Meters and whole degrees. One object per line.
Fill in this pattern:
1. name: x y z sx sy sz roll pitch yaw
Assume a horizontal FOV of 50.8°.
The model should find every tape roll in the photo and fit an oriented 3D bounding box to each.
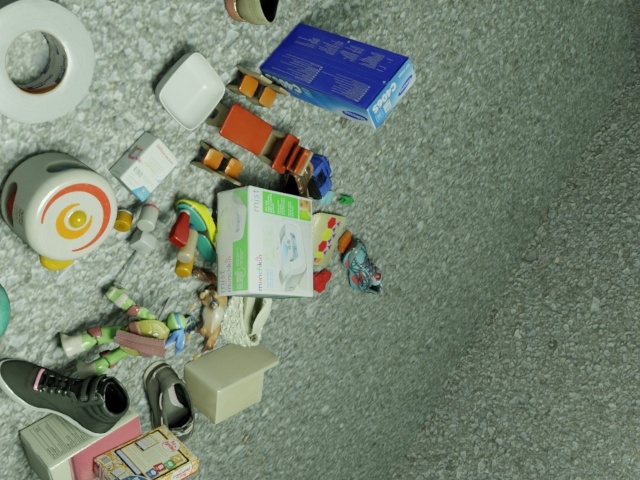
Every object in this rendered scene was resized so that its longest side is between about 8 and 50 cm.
1. tape roll: -0.517 -0.322 1.196 0.219 0.072 0.219 -29 133 -37

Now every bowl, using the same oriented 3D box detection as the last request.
1. bowl: -0.293 -0.330 1.480 0.142 0.053 0.142 -54 144 -11

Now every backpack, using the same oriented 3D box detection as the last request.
1. backpack: -0.015 -0.178 1.884 0.101 0.098 0.120 -48 142 -23

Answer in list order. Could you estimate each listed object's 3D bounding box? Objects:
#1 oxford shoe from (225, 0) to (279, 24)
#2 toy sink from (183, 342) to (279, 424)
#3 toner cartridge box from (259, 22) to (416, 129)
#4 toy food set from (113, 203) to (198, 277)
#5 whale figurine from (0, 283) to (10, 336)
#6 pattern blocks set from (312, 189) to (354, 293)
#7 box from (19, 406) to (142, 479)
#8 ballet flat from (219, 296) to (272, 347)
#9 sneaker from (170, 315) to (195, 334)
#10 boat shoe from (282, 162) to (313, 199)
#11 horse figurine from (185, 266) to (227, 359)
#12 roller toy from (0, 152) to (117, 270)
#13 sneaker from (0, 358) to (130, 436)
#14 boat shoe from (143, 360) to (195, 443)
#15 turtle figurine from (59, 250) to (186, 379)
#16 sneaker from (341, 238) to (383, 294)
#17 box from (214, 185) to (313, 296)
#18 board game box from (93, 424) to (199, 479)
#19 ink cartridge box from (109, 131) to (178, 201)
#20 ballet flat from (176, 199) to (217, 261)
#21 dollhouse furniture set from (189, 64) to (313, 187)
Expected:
1. oxford shoe: -0.107 -0.634 1.434 0.123 0.130 0.347 -17 126 -44
2. toy sink: -0.254 0.399 1.938 0.234 0.153 0.131 -21 129 -43
3. toner cartridge box: 0.035 -0.392 1.585 0.165 0.348 0.075 -52 145 -12
4. toy food set: -0.361 -0.024 1.564 0.232 0.111 0.104 40 38 -33
5. whale figurine: -0.700 0.179 1.251 0.272 0.141 0.216 -51 143 -13
6. pattern blocks set: 0.000 0.000 2.082 0.285 0.026 0.324 21 97 -55
7. box: -0.565 0.477 1.612 0.232 0.149 0.126 -28 134 -37
8. ballet flat: -0.175 0.114 1.858 0.147 0.147 0.408 -11 121 -47
9. sneaker: -0.372 0.223 1.768 0.135 0.058 0.052 18 74 -74
10. boat shoe: -0.072 -0.136 1.828 0.073 0.073 0.207 -51 163 -32
11. horse figurine: -0.299 0.195 1.793 0.174 0.066 0.263 -27 125 -71
12. roller toy: -0.507 -0.062 1.319 0.209 0.146 0.191 -49 142 -16
13. sneaker: -0.545 0.317 1.466 0.147 0.104 0.296 -36 120 30
14. boat shoe: -0.402 0.471 1.852 0.112 0.096 0.335 -36 137 -31
15. turtle figurine: -0.463 0.200 1.593 0.267 0.274 0.197 -24 157 -14
16. sneaker: 0.157 0.091 2.238 0.104 0.125 0.261 -53 150 -20
17. box: -0.140 0.012 1.701 0.231 0.127 0.261 11 76 -49
18. board game box: -0.408 0.527 1.585 0.194 0.147 0.045 -17 128 -44
19. ink cartridge box: -0.386 -0.163 1.481 0.122 0.052 0.088 -50 143 -13
20. ballet flat: -0.291 -0.041 1.674 0.230 0.077 0.077 73 34 -48
21. dollhouse furniture set: -0.147 -0.250 1.641 0.259 0.135 0.261 22 96 -54
